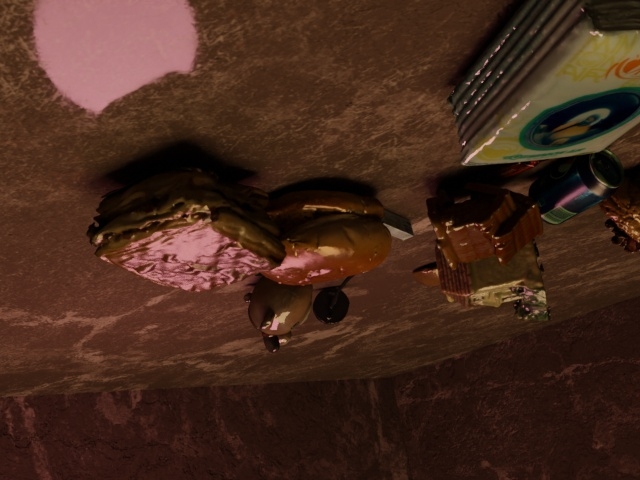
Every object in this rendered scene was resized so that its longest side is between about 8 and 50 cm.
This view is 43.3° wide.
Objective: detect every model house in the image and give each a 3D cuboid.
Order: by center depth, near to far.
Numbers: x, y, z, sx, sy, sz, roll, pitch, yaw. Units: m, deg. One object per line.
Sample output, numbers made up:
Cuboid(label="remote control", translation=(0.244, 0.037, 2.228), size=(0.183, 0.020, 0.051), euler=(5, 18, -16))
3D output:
Cuboid(label="model house", translation=(0.361, -0.052, 1.759), size=(0.229, 0.219, 0.199), euler=(-15, 132, 12))
Cuboid(label="model house", translation=(0.461, 0.107, 2.184), size=(0.267, 0.261, 0.321), euler=(-12, 158, 10))

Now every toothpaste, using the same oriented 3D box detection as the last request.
Cuboid(label="toothpaste", translation=(0.170, -0.038, 1.908), size=(0.034, 0.046, 0.164), euler=(-23, 159, 27))

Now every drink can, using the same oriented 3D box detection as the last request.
Cuboid(label="drink can", translation=(0.560, -0.119, 1.777), size=(0.118, 0.118, 0.205), euler=(0, 160, -29))

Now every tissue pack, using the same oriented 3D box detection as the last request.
Cuboid(label="tissue pack", translation=(0.392, -0.258, 1.192), size=(0.288, 0.162, 0.388), euler=(-8, 162, -19))

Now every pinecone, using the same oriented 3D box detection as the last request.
Cuboid(label="pinecone", translation=(0.863, -0.039, 2.147), size=(0.179, 0.149, 0.195), euler=(-30, 158, 30))

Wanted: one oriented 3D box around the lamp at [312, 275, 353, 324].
Cuboid(label="lamp", translation=(0.060, 0.110, 2.307), size=(0.130, 0.108, 0.371), euler=(4, 145, -6))

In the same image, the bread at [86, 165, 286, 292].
Cuboid(label="bread", translation=(-0.240, -0.031, 1.499), size=(0.278, 0.167, 0.324), euler=(-19, 151, 26))

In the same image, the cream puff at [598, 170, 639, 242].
Cuboid(label="cream puff", translation=(0.774, -0.103, 1.929), size=(0.169, 0.183, 0.183), euler=(-48, 147, 21))

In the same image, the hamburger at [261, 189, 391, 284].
Cuboid(label="hamburger", translation=(0.000, 0.000, 1.734), size=(0.290, 0.170, 0.314), euler=(-18, 163, 40))

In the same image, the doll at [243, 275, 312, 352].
Cuboid(label="doll", translation=(-0.115, 0.167, 2.172), size=(0.174, 0.235, 0.330), euler=(32, 160, -2))

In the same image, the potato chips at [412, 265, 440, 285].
Cuboid(label="potato chips", translation=(0.388, 0.104, 2.445), size=(0.208, 0.061, 0.195), euler=(-5, 163, -25))

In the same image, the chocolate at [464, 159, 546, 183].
Cuboid(label="chocolate", translation=(0.397, -0.153, 1.724), size=(0.086, 0.028, 0.182), euler=(0, 162, -39))

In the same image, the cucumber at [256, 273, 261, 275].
Cuboid(label="cucumber", translation=(-0.163, 0.068, 2.050), size=(0.037, 0.037, 0.155), euler=(-11, 161, 0))
